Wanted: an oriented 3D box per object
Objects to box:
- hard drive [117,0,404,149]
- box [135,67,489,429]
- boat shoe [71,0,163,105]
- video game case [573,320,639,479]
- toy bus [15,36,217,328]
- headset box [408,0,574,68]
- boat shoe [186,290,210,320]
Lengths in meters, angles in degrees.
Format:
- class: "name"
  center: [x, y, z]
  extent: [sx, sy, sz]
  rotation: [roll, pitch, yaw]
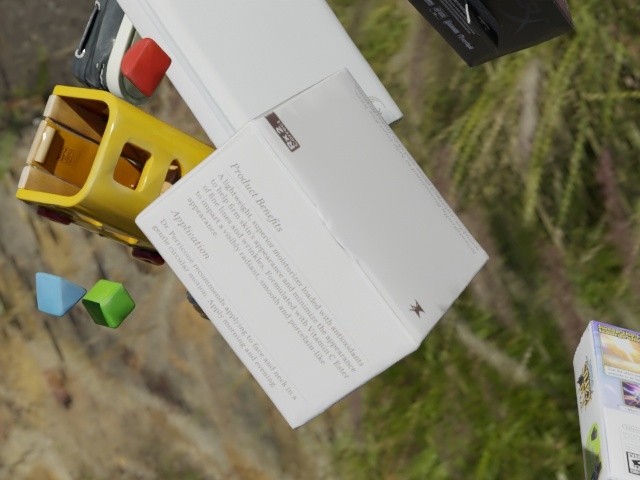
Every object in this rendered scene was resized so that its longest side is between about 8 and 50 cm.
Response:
- class: "hard drive"
  center: [-0.086, -0.226, 1.630]
  extent: [0.047, 0.233, 0.353]
  rotation: [-36, 87, 42]
- class: "box"
  center: [0.000, 0.000, 1.125]
  extent: [0.119, 0.182, 0.181]
  rotation: [-36, 92, 27]
- class: "boat shoe"
  center: [-0.220, -0.334, 2.047]
  extent: [0.113, 0.127, 0.340]
  rotation: [12, 83, 32]
- class: "video game case"
  center: [0.379, 0.197, 1.539]
  extent: [0.269, 0.244, 0.061]
  rotation: [15, 122, -4]
- class: "toy bus"
  center: [-0.123, -0.038, 1.226]
  extent: [0.104, 0.202, 0.191]
  rotation: [11, 125, 44]
- class: "headset box"
  center: [0.118, -0.306, 1.439]
  extent: [0.110, 0.218, 0.293]
  rotation: [-20, 67, 19]
- class: "boat shoe"
  center: [-0.055, 0.063, 1.345]
  extent: [0.183, 0.066, 0.066]
  rotation: [2, 111, 64]
